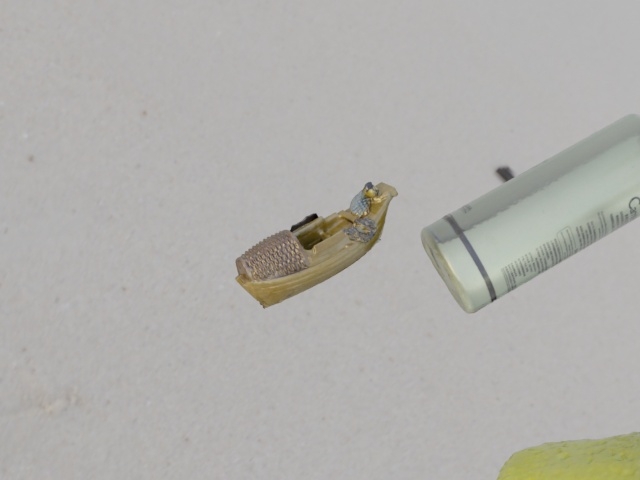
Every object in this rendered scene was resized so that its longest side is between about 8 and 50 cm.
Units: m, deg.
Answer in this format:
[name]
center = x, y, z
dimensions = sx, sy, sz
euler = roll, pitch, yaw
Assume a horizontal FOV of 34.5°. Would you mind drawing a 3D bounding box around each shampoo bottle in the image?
[shampoo bottle]
center = 0.218, -0.036, 0.884
dimensions = 0.085, 0.263, 0.085
euler = 60, 0, 0

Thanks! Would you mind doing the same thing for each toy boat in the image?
[toy boat]
center = 0.000, 0.000, 0.818
dimensions = 0.149, 0.049, 0.047
euler = -31, 32, -18

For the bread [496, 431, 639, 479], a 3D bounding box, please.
[bread]
center = 0.434, 0.426, 1.434
dimensions = 0.348, 0.308, 0.348
euler = 32, 45, -38
